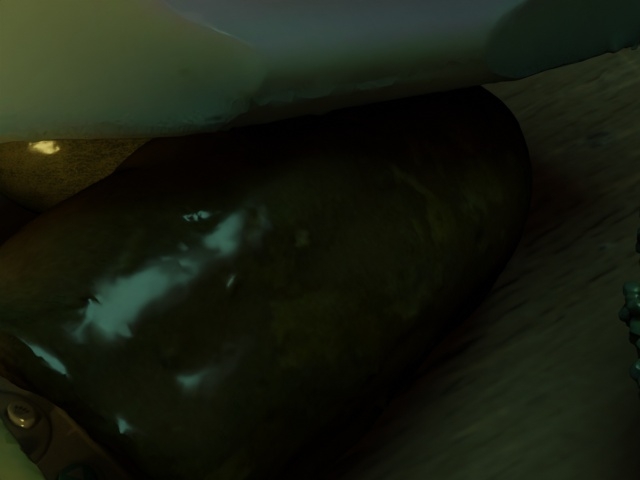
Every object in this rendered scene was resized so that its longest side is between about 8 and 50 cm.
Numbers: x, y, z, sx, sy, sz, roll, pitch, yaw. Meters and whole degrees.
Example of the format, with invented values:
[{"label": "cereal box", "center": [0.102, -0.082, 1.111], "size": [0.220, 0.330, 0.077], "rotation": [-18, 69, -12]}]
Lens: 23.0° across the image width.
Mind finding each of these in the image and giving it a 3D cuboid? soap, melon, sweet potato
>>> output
[{"label": "soap", "center": [-0.032, -0.154, 0.702], "size": [0.446, 0.156, 0.261], "rotation": [-10, 20, -30]}, {"label": "melon", "center": [-0.114, -0.057, 0.811], "size": [0.130, 0.098, 0.098], "rotation": [-9, 39, -11]}, {"label": "sweet potato", "center": [0.000, 0.000, 0.704], "size": [0.158, 0.158, 0.369], "rotation": [25, 41, 26]}]

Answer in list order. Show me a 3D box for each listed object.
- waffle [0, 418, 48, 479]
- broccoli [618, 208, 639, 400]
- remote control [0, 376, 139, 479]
[{"label": "waffle", "center": [-0.070, 0.183, 0.365], "size": [0.114, 0.261, 0.376], "rotation": [-26, 46, -26]}, {"label": "broccoli", "center": [0.251, 0.006, 0.646], "size": [0.288, 0.260, 0.235], "rotation": [-43, 58, 12]}, {"label": "remote control", "center": [-0.117, 0.111, 0.638], "size": [0.078, 0.042, 0.221], "rotation": [-25, 46, -33]}]
